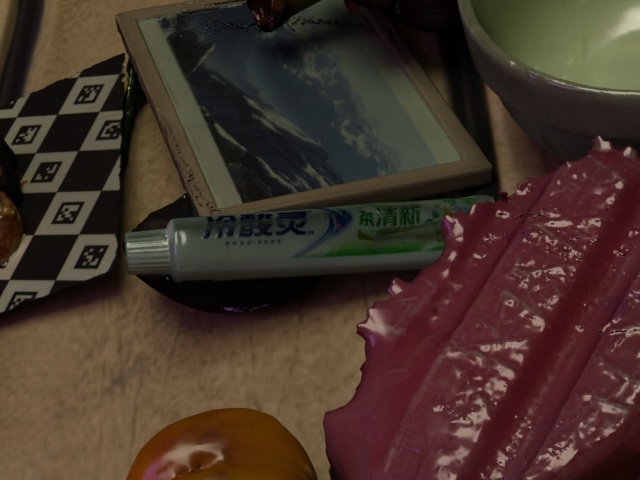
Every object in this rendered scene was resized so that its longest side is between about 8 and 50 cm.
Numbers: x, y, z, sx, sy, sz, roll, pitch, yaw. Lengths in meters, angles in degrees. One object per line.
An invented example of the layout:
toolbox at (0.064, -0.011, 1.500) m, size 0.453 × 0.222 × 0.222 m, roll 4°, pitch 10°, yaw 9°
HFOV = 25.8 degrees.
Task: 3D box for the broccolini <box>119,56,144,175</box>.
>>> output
broccolini at (-0.184, -0.117, 1.304) m, size 0.044 × 0.042 × 0.218 m, roll -2°, pitch 48°, yaw 19°

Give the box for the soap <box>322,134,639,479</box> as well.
soap at (0.148, 0.085, 0.922) m, size 0.220 × 0.127 × 0.325 m, roll 18°, pitch 56°, yaw 34°

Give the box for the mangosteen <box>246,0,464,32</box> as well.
mangosteen at (0.061, -0.283, 1.249) m, size 0.289 × 0.231 × 0.231 m, roll -22°, pitch 43°, yaw 4°

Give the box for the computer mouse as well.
computer mouse at (-0.073, 0.017, 1.123) m, size 0.172 × 0.057 × 0.099 m, roll 4°, pitch 45°, yaw 6°

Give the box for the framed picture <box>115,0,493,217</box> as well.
framed picture at (-0.027, -0.132, 1.232) m, size 0.247 × 0.022 × 0.335 m, roll -12°, pitch 41°, yaw -13°

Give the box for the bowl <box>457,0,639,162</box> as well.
bowl at (0.269, -0.163, 1.098) m, size 0.307 × 0.163 × 0.307 m, roll -10°, pitch 44°, yaw 9°

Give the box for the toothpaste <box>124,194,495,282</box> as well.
toothpaste at (0.000, 0.000, 1.074) m, size 0.297 × 0.048 × 0.075 m, roll -4°, pitch 48°, yaw -10°

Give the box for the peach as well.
peach at (-0.064, 0.177, 0.906) m, size 0.138 × 0.138 × 0.138 m, roll -10°, pitch 44°, yaw 10°

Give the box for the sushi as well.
sushi at (-0.301, -0.050, 1.246) m, size 0.264 × 0.050 × 0.290 m, roll -20°, pitch 43°, yaw 11°
